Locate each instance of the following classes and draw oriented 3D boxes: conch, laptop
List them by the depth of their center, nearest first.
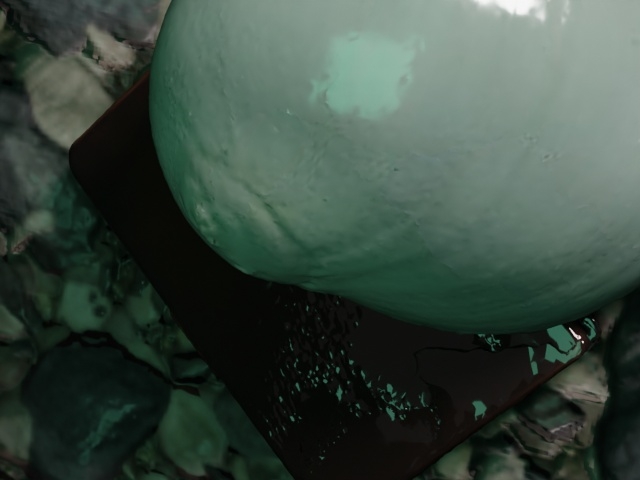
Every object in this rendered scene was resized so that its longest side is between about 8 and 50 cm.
[{"bbox_3d":[0.045,-0.045,0.632,0.221,0.121,0.185,-2,119,9],"label":"conch"},{"bbox_3d":[0.000,0.000,0.719,0.154,0.026,0.207,-41,81,26],"label":"laptop"}]
